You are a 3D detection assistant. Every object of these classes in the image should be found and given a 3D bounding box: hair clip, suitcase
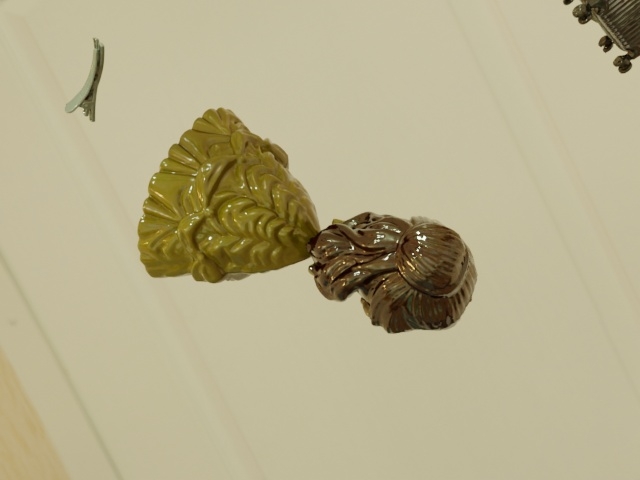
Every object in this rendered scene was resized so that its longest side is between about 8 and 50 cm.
[{"bbox_3d":[-0.316,-0.218,1.155,0.039,0.030,0.115,-8,-53,-46],"label":"hair clip"},{"bbox_3d":[0.265,-0.207,0.677,0.126,0.086,0.059,-40,32,22],"label":"suitcase"}]

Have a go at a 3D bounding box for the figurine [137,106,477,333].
[{"bbox_3d":[0.001,0.002,0.834,0.315,0.168,0.187,21,46,22],"label":"figurine"}]
